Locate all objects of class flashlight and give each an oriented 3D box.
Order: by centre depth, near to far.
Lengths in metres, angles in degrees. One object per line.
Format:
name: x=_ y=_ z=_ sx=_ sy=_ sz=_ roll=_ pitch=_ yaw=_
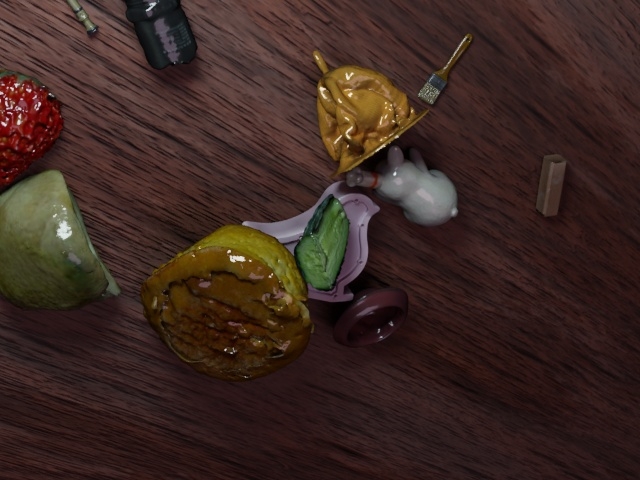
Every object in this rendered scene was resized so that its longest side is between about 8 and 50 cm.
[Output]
flashlight: x=-0.324 y=-0.503 z=1.353 sx=0.103 sy=0.103 sz=0.424 roll=-22 pitch=122 yaw=-6

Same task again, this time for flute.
flute: x=-0.466 y=-0.463 z=1.367 sx=0.027 sy=0.027 sz=0.233 roll=-32 pitch=124 yaw=1

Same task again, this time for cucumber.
cucumber: x=0.000 y=0.000 z=1.603 sx=0.086 sy=0.193 sz=0.115 roll=-11 pitch=131 yaw=38

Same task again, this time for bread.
bread: x=-0.187 y=0.124 z=1.632 sx=0.358 sy=0.204 sz=0.337 roll=-25 pitch=121 yaw=32

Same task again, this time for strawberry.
strawberry: x=-0.577 y=-0.188 z=1.437 sx=0.190 sy=0.111 sz=0.236 roll=17 pitch=113 yaw=-28

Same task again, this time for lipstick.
lipstick: x=0.552 y=-0.131 z=1.881 sx=0.045 sy=0.045 sz=0.145 roll=-8 pitch=121 yaw=-12

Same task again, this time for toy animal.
toy animal: x=0.175 y=-0.132 z=1.703 sx=0.282 sy=0.138 sz=0.140 roll=28 pitch=104 yaw=-27

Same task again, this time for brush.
brush: x=0.270 y=-0.368 z=1.673 sx=0.043 sy=0.014 sz=0.170 roll=28 pitch=106 yaw=-27

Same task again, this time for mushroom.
mushroom: x=-0.543 y=0.047 z=1.539 sx=0.217 sy=0.212 sz=0.292 roll=-26 pitch=130 yaw=-12

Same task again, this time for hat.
hat: x=0.050 y=-0.282 z=1.588 sx=0.233 sy=0.244 sz=0.233 roll=-39 pitch=98 yaw=-26
hat: x=0.114 y=0.172 z=1.875 sx=0.205 sy=0.089 sz=0.205 roll=-19 pitch=144 yaw=-15

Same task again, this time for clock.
clock: x=-0.029 y=-0.008 z=1.740 sx=0.290 sy=0.080 sz=0.275 roll=9 pitch=115 yaw=-24
